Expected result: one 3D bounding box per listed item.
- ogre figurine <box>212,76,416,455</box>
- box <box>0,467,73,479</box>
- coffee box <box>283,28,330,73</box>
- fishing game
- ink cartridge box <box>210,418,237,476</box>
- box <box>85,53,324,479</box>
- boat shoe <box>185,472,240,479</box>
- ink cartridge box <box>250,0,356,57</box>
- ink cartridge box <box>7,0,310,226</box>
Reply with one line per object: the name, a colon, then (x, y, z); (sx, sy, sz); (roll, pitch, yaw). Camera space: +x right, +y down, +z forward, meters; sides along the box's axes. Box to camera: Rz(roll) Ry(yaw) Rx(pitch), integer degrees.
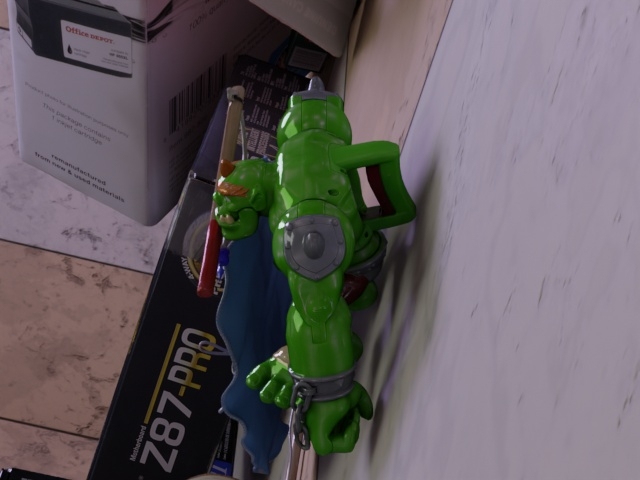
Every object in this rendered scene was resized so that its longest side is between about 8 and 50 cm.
ogre figurine: (0.000, 0.000, 0.839); (0.197, 0.096, 0.118); (-61, -25, -47)
box: (-0.113, 0.222, 0.940); (0.147, 0.180, 0.078); (-85, 10, -54)
coffee box: (0.009, -0.226, 1.443); (0.184, 0.040, 0.113); (122, 162, -73)
fishing game: (-0.040, 0.040, 0.962); (0.264, 0.041, 0.189); (74, -161, -54)
ink cartridge box: (-0.131, 0.206, 1.532); (0.207, 0.097, 0.046); (-86, 12, -60)
box: (-0.093, 0.045, 1.358); (0.395, 0.097, 0.318); (-82, 14, -70)
boat shoe: (-0.105, 0.291, 1.073); (0.089, 0.104, 0.285); (130, 153, -83)
ink cartridge box: (-0.045, -0.367, 1.236); (0.308, 0.091, 0.385); (24, -102, -57)
ink cartridge box: (-0.133, -0.260, 1.476); (0.285, 0.166, 0.395); (-48, -25, -38)
